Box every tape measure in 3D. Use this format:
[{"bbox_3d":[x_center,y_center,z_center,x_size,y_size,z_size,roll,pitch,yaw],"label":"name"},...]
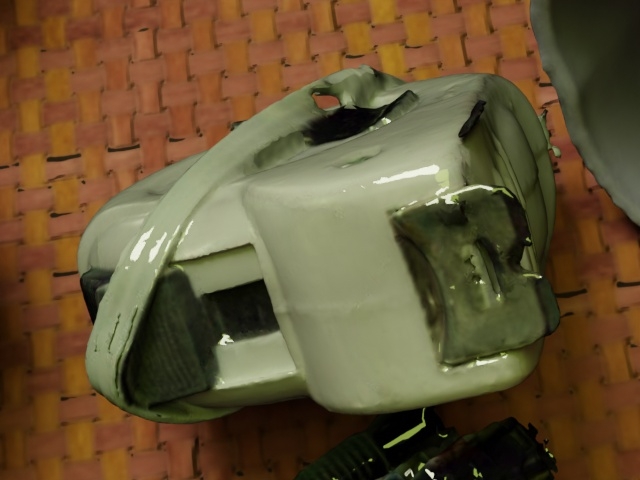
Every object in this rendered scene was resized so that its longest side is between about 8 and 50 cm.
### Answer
[{"bbox_3d":[0.000,0.000,0.528,0.197,0.236,0.120,-16,102,16],"label":"tape measure"}]

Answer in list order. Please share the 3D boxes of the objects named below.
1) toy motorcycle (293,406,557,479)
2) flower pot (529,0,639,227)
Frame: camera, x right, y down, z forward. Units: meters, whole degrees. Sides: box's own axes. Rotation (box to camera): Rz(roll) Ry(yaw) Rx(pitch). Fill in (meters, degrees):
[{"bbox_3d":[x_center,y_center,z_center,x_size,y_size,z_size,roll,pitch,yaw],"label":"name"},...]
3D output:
[{"bbox_3d":[0.007,0.147,0.491,0.401,0.207,0.134,-34,71,-23],"label":"toy motorcycle"},{"bbox_3d":[0.259,-0.117,0.539,0.265,0.265,0.243,32,61,15],"label":"flower pot"}]
